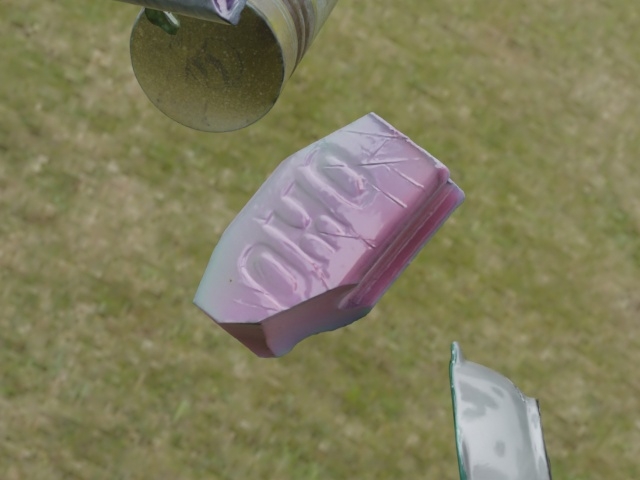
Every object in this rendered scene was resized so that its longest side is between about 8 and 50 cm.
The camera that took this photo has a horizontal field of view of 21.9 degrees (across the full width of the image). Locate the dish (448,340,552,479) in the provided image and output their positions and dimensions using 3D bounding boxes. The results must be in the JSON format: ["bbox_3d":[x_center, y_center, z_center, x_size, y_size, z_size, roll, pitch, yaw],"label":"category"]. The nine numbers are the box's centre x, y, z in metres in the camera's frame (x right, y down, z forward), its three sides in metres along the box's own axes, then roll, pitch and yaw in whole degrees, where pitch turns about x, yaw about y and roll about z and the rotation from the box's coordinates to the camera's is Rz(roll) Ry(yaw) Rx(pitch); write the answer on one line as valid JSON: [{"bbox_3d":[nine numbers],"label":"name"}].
[{"bbox_3d":[0.168,0.201,1.492,0.246,0.078,0.224,53,28,-77],"label":"dish"}]

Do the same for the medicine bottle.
[{"bbox_3d":[-0.069,-0.243,1.655,0.151,0.151,0.322,28,33,-2],"label":"medicine bottle"}]

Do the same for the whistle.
[{"bbox_3d":[-0.099,-0.139,0.861,0.176,0.033,0.033,17,16,41],"label":"whistle"}]

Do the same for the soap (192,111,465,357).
[{"bbox_3d":[0.000,0.000,2.040,0.193,0.324,0.109,39,-2,29],"label":"soap"}]

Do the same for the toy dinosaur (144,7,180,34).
[{"bbox_3d":[-0.049,-0.401,1.233,0.087,0.300,0.447,-4,84,-47],"label":"toy dinosaur"}]
